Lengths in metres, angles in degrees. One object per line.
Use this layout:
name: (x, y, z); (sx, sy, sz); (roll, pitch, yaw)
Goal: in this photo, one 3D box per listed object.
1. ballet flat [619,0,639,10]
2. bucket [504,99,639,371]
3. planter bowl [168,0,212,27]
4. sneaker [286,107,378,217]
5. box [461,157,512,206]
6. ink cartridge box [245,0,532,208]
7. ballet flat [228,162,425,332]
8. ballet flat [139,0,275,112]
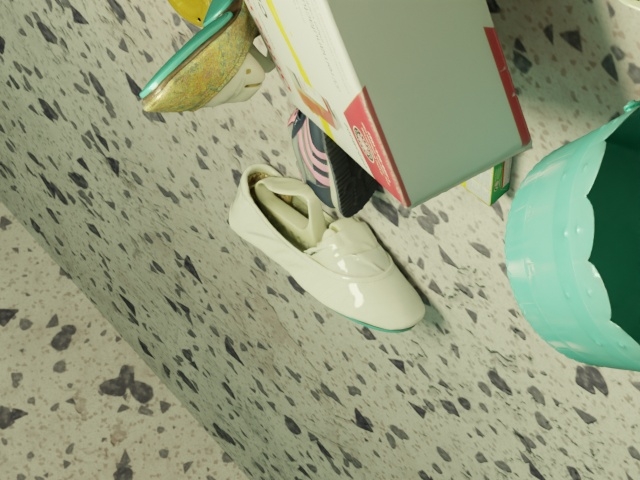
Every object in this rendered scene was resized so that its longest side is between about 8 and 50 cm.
ballet flat: (0.312, -0.258, 1.270); (0.182, 0.164, 0.482); (39, 172, -31)
bucket: (0.328, 0.003, 1.452); (0.281, 0.281, 0.183); (55, 158, -9)
planter bowl: (-0.154, -0.355, 2.004); (0.217, 0.090, 0.217); (34, 149, 24)
sneaker: (0.000, -0.161, 2.010); (0.131, 0.112, 0.319); (36, 152, 26)
box: (0.159, -0.131, 1.848); (0.179, 0.043, 0.105); (37, 154, 24)
ink cartridge box: (0.042, -0.241, 1.606); (0.279, 0.160, 0.385); (65, 172, -29)
ballet flat: (0.000, 0.000, 2.257); (0.400, 0.139, 0.139); (34, 152, 37)
ballet flat: (-0.106, -0.233, 1.806); (0.123, 0.348, 0.123); (9, 127, 12)
